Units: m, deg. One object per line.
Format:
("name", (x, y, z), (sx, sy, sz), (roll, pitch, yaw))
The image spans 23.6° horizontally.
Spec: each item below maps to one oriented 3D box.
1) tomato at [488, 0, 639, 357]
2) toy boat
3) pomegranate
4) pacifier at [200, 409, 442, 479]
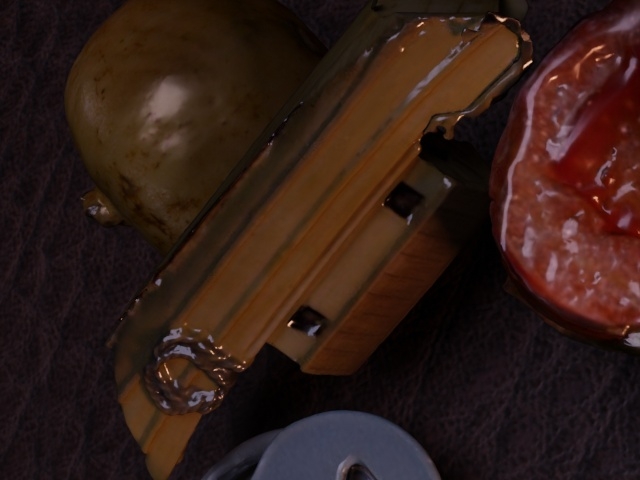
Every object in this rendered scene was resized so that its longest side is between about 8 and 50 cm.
("tomato", (0.258, -0.042, 1.012), (0.309, 0.170, 0.309), (0, 83, -1))
("toy boat", (0.000, 0.000, 1.086), (0.445, 0.162, 0.136), (-49, 10, 22))
("pomegranate", (-0.093, -0.091, 1.230), (0.248, 0.248, 0.248), (-13, 66, 30))
("pacifier", (-0.060, 0.230, 1.077), (0.299, 0.233, 0.244), (-47, 51, 9))
